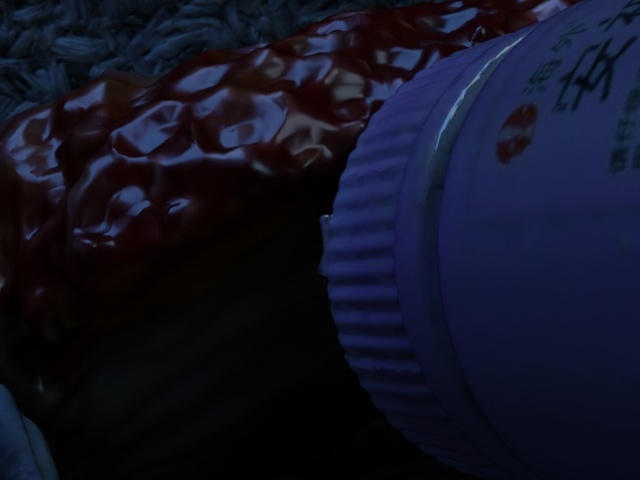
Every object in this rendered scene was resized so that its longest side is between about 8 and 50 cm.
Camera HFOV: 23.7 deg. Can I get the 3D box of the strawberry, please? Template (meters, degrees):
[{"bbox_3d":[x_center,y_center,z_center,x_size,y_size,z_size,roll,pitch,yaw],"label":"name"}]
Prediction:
[{"bbox_3d":[-0.013,-0.018,0.679,0.336,0.149,0.265,-29,-32,-4],"label":"strawberry"}]

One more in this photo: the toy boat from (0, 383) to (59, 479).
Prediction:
[{"bbox_3d":[-0.118,0.167,0.401,0.276,0.111,0.293,-46,20,-22],"label":"toy boat"}]

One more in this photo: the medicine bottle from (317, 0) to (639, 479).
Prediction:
[{"bbox_3d":[0.138,0.002,0.445,0.178,0.178,0.290,-31,11,-23],"label":"medicine bottle"}]
